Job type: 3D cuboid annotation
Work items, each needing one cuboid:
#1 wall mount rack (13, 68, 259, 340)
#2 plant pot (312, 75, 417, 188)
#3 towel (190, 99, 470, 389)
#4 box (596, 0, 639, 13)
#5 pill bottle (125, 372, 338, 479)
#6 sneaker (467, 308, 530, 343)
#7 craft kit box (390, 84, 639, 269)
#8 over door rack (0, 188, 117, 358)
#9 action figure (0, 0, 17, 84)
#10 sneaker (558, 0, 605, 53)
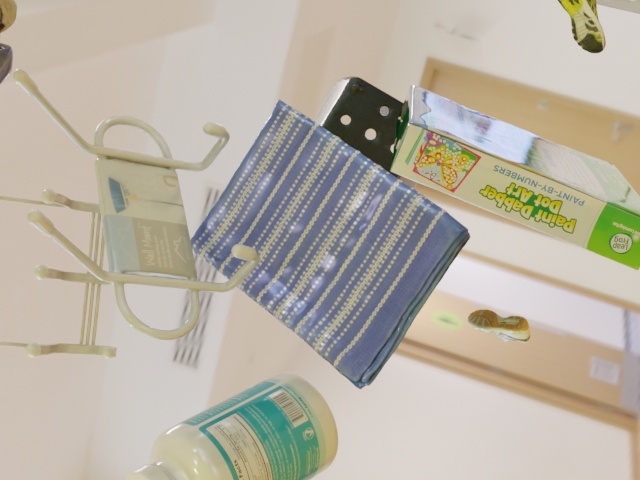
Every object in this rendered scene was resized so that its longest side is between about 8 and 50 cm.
[{"bbox_3d":[-0.239,-0.060,1.300,0.130,0.304,0.350,-47,47,40],"label":"wall mount rack"},{"bbox_3d":[0.061,-0.129,1.524,0.188,0.187,0.167,-59,-2,-11],"label":"plant pot"},{"bbox_3d":[0.000,0.000,1.351,0.243,0.336,0.040,-57,-27,8],"label":"towel"},{"bbox_3d":[0.371,-0.430,1.467,0.163,0.247,0.142,-82,5,-47],"label":"box"},{"bbox_3d":[-0.114,0.279,1.347,0.264,0.146,0.146,-22,-44,-39],"label":"pill bottle"},{"bbox_3d":[0.221,0.110,1.313,0.032,0.083,0.037,-53,-45,-28],"label":"sneaker"},{"bbox_3d":[0.194,-0.073,1.063,0.250,0.247,0.061,-70,-1,-73],"label":"craft kit box"},{"bbox_3d":[-0.445,0.044,1.520,0.108,0.324,0.239,158,116,-75],"label":"over door rack"},{"bbox_3d":[-0.347,-0.110,0.853,0.330,0.179,0.341,-147,62,-66],"label":"action figure"},{"bbox_3d":[0.257,-0.221,1.019,0.035,0.031,0.083,-41,-69,-33],"label":"sneaker"}]
